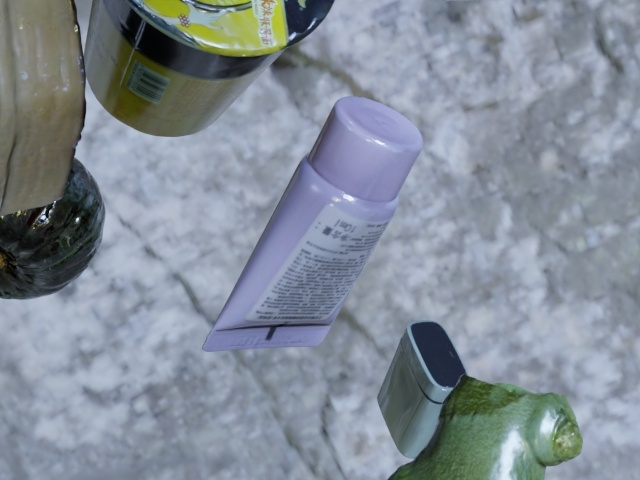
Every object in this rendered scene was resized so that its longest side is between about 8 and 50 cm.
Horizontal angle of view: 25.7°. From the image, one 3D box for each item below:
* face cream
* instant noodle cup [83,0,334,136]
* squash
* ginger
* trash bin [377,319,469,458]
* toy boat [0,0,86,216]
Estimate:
[{"bbox_3d":[0.000,0.000,1.323,0.154,0.273,0.096,-1,38,-44],"label":"face cream"},{"bbox_3d":[-0.118,-0.205,1.252,0.215,0.215,0.236,-43,-2,-31],"label":"instant noodle cup"},{"bbox_3d":[-0.304,-0.026,1.337,0.193,0.193,0.156,-9,27,28],"label":"squash"},{"bbox_3d":[0.091,0.228,1.003,0.290,0.137,0.089,-54,-12,-5],"label":"ginger"},{"bbox_3d":[0.123,0.182,1.711,0.059,0.130,0.116,0,43,-23],"label":"trash bin"},{"bbox_3d":[-0.190,-0.099,0.848,0.061,0.188,0.116,-13,63,-26],"label":"toy boat"}]
